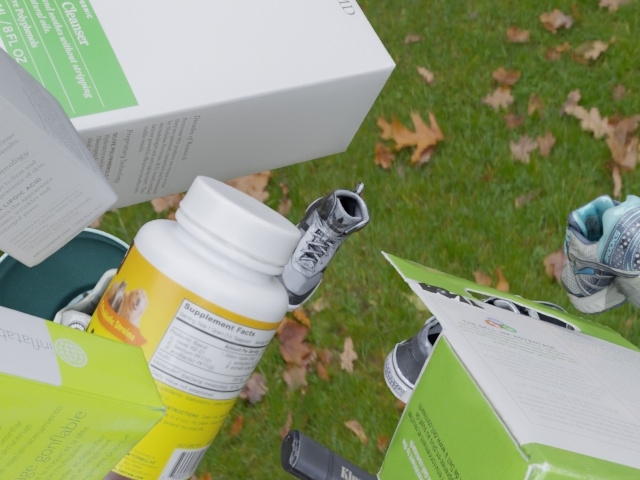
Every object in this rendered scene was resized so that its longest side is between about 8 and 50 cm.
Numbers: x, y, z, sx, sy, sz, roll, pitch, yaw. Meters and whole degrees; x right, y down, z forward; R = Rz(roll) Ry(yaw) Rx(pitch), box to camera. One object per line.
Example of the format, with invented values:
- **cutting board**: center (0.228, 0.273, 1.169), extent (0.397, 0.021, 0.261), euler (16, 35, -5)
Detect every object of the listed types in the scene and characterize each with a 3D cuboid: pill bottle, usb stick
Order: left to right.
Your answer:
- **pill bottle**: center (-0.101, 0.067, 0.607), extent (0.117, 0.117, 0.215), euler (33, 98, 23)
- **usb stick**: center (0.045, 0.393, 1.398), extent (0.045, 0.278, 0.077), euler (-38, 29, 27)

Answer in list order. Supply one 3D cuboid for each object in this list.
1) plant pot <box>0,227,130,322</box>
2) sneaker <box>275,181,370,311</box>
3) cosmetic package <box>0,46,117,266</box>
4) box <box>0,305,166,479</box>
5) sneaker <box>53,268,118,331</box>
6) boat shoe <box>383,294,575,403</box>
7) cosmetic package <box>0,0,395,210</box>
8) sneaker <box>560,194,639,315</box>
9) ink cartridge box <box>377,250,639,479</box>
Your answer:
- **plant pot**: center (-0.377, 0.142, 1.390), extent (0.293, 0.196, 0.293), euler (0, 78, 2)
- **sneaker**: center (0.000, 0.000, 1.572), extent (0.101, 0.153, 0.269), euler (36, 56, -11)
- **cosmetic package**: center (-0.229, -0.084, 0.519), extent (0.085, 0.231, 0.117), euler (-39, 60, 1)
- **box**: center (-0.160, 0.068, 0.317), extent (0.109, 0.178, 0.042), euler (-46, 48, 15)
- **sneaker**: center (-0.339, 0.170, 1.160), extent (0.122, 0.146, 0.330), euler (12, 46, 11)
- **boat shoe**: center (0.210, 0.110, 1.008), extent (0.301, 0.102, 0.108), euler (-6, 54, -35)
- **cosmetic package**: center (-0.140, -0.163, 0.836), extent (0.365, 0.155, 0.197), euler (-19, 69, -29)
- **sneaker**: center (0.332, 0.005, 0.985), extent (0.110, 0.283, 0.122), euler (-39, 87, -7)
- **ink cartridge box**: center (0.129, 0.111, 0.475), extent (0.188, 0.255, 0.097), euler (17, 104, -15)
